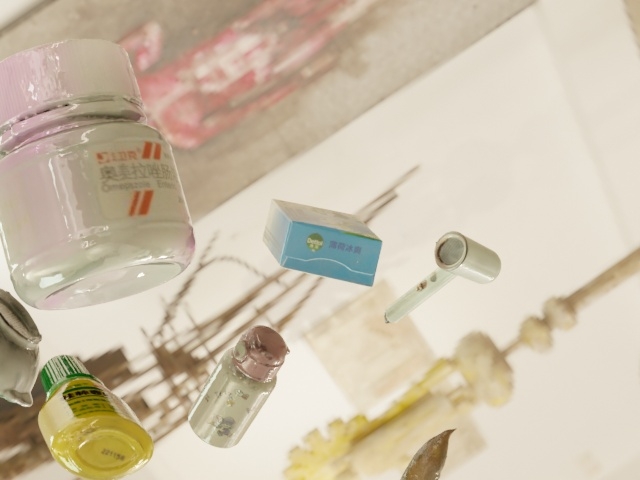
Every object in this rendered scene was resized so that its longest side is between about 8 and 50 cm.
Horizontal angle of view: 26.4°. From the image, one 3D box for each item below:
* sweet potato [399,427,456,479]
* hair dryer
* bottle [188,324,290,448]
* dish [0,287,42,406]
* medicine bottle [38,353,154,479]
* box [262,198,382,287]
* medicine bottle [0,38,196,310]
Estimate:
[{"bbox_3d":[0.097,0.349,1.668,0.067,0.274,0.067,25,-170,-5],"label":"sweet potato"},{"bbox_3d":[0.213,0.087,2.517,0.131,0.236,0.073,24,-149,-48],"label":"hair dryer"},{"bbox_3d":[-0.138,0.250,2.386,0.110,0.233,0.110,24,-150,-15],"label":"bottle"},{"bbox_3d":[-0.460,0.124,1.901,0.224,0.078,0.246,53,-172,18],"label":"dish"},{"bbox_3d":[-0.273,0.196,1.557,0.111,0.076,0.309,11,-174,-21],"label":"medicine bottle"},{"bbox_3d":[0.000,0.001,1.979,0.139,0.073,0.194,11,-171,-12],"label":"box"},{"bbox_3d":[-0.307,-0.083,1.758,0.241,0.241,0.302,62,-170,-79],"label":"medicine bottle"}]
